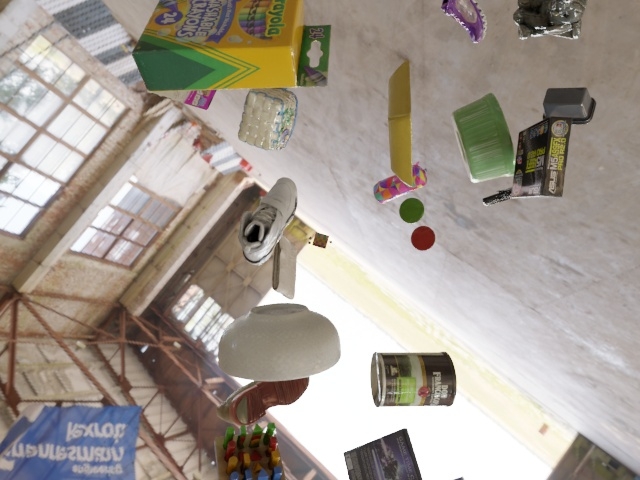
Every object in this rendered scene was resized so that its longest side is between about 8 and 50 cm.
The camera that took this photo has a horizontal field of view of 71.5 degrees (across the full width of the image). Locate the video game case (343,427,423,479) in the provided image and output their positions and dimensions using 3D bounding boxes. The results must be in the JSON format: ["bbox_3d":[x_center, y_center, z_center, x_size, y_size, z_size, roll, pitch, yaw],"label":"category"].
[{"bbox_3d":[0.192,0.726,1.384,0.026,0.274,0.196,19,-136,-41],"label":"video game case"}]

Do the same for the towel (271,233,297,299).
[{"bbox_3d":[-0.159,0.118,2.039,0.049,0.283,0.187,-9,155,20],"label":"towel"}]

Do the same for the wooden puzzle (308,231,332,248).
[{"bbox_3d":[0.000,0.000,1.522,0.083,0.050,0.006,17,173,-1],"label":"wooden puzzle"}]

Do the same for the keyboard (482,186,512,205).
[{"bbox_3d":[0.697,-0.161,1.652,0.192,0.038,0.100,-21,151,38],"label":"keyboard"}]

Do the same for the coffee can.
[{"bbox_3d":[0.340,0.519,1.666,0.275,0.202,0.201,1,180,-6],"label":"coffee can"}]

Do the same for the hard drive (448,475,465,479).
[{"bbox_3d":[0.187,0.647,0.915,0.040,0.318,0.210,40,-153,-58],"label":"hard drive"}]

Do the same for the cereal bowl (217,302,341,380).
[{"bbox_3d":[-0.111,0.253,1.209,0.338,0.141,0.339,-3,-177,0],"label":"cereal bowl"}]

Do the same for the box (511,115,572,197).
[{"bbox_3d":[0.644,-0.232,1.314,0.060,0.217,0.270,6,-174,7],"label":"box"}]

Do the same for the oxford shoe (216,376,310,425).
[{"bbox_3d":[-0.176,0.476,1.418,0.130,0.123,0.348,-14,174,40],"label":"oxford shoe"}]

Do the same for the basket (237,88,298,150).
[{"bbox_3d":[-0.191,-0.457,1.663,0.200,0.255,0.289,17,-153,-4],"label":"basket"}]

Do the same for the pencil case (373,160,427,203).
[{"bbox_3d":[0.330,-0.236,1.848,0.104,0.105,0.236,40,138,-26],"label":"pencil case"}]

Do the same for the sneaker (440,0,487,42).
[{"bbox_3d":[0.426,-0.711,1.362,0.237,0.104,0.095,59,-176,-21],"label":"sneaker"}]

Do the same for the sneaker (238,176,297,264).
[{"bbox_3d":[-0.190,-0.090,1.655,0.137,0.366,0.210,24,169,5],"label":"sneaker"}]

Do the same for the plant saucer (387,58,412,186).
[{"bbox_3d":[0.289,-0.418,1.610,0.080,0.333,0.333,-2,142,11],"label":"plant saucer"}]

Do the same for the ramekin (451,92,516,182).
[{"bbox_3d":[0.578,-0.356,1.596,0.303,0.148,0.304,-17,-90,-74],"label":"ramekin"}]

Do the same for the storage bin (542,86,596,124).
[{"bbox_3d":[0.722,-0.405,1.301,0.135,0.098,0.091,15,172,39],"label":"storage bin"}]

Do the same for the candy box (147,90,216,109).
[{"bbox_3d":[-0.507,-0.597,1.653,0.233,0.159,0.071,9,-132,-35],"label":"candy box"}]

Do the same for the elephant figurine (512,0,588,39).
[{"bbox_3d":[0.683,-0.645,1.258,0.170,0.185,0.239,63,169,-30],"label":"elephant figurine"}]

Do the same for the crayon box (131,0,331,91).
[{"bbox_3d":[-0.145,-0.367,0.803,0.322,0.203,0.083,0,144,4],"label":"crayon box"}]

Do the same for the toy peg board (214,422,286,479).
[{"bbox_3d":[-0.169,0.530,1.094,0.161,0.079,0.161,3,-150,-21],"label":"toy peg board"}]

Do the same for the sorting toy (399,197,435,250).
[{"bbox_3d":[0.479,-0.119,2.206,0.126,0.127,0.366,8,-121,-59],"label":"sorting toy"}]
